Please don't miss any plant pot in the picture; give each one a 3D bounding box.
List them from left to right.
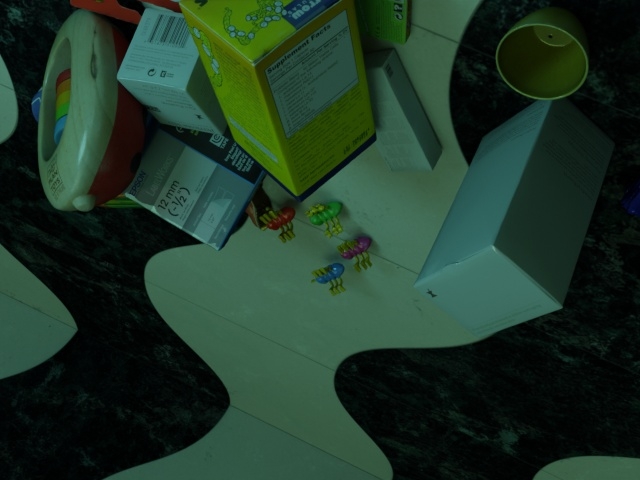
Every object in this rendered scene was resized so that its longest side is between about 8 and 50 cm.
[{"bbox_3d":[0.339,-0.291,1.171,0.134,0.095,0.134,20,146,14],"label":"plant pot"}]

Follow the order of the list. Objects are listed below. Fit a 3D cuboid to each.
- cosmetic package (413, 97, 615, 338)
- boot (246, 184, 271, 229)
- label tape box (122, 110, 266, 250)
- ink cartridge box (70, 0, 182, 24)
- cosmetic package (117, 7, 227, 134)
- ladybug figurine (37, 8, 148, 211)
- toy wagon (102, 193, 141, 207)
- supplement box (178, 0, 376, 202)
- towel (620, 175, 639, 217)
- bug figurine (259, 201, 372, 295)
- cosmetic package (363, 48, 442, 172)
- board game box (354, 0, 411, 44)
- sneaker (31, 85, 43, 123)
[{"bbox_3d":[0.316,-0.046,1.271,0.155,0.366,0.197,38,147,-13],"label":"cosmetic package"},{"bbox_3d":[-0.169,-0.095,1.856,0.084,0.059,0.158,10,134,32],"label":"boot"},{"bbox_3d":[-0.295,-0.175,1.662,0.347,0.249,0.115,30,-170,-4],"label":"label tape box"},{"bbox_3d":[-0.303,-0.477,1.342,0.308,0.091,0.385,16,147,-4],"label":"ink cartridge box"},{"bbox_3d":[-0.254,-0.314,1.483,0.151,0.152,0.184,14,165,20],"label":"cosmetic package"},{"bbox_3d":[-0.447,-0.249,1.564,0.161,0.450,0.305,12,149,-33],"label":"ladybug figurine"},{"bbox_3d":[-0.416,-0.121,1.868,0.344,0.068,0.267,2,175,4],"label":"toy wagon"},{"bbox_3d":[-0.055,-0.268,1.300,0.195,0.194,0.357,42,164,29],"label":"supplement box"},{"bbox_3d":[0.670,-0.050,1.267,0.308,0.076,0.228,26,148,5],"label":"towel"},{"bbox_3d":[0.000,0.000,1.830,0.216,0.072,0.279,-21,121,37],"label":"bug figurine"},{"bbox_3d":[0.130,-0.231,1.439,0.098,0.060,0.239,1,137,37],"label":"cosmetic package"},{"bbox_3d":[0.025,-0.409,1.302,0.259,0.039,0.124,16,145,15],"label":"board game box"},{"bbox_3d":[-0.564,-0.271,1.793,0.315,0.182,0.127,6,139,31],"label":"sneaker"}]
